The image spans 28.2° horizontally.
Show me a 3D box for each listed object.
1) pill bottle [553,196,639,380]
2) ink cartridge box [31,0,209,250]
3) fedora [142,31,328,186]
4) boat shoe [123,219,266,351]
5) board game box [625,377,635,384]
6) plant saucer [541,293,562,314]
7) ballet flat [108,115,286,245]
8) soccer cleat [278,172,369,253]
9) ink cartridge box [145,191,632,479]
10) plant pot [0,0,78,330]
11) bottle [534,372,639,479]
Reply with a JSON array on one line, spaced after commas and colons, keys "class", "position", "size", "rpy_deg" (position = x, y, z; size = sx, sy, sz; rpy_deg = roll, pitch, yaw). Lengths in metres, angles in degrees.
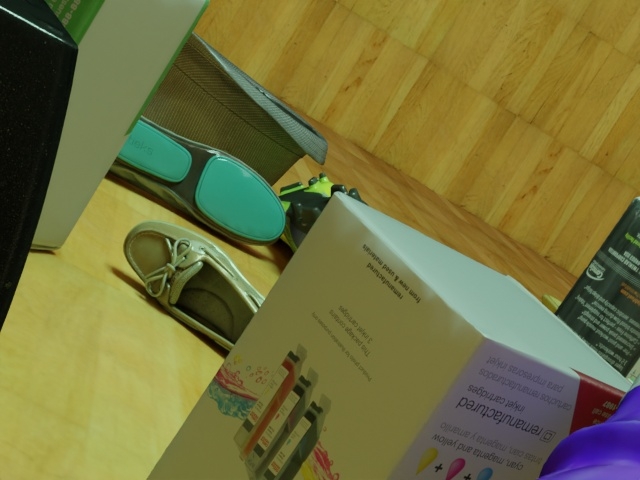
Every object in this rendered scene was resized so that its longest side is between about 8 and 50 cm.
[{"class": "pill bottle", "position": [0.261, 0.095, 1.108], "size": [0.130, 0.246, 0.130], "rpy_deg": [32, 10, -7]}, {"class": "ink cartridge box", "position": [-0.254, -0.160, 0.855], "size": [0.289, 0.211, 0.121], "rpy_deg": [36, 8, 20]}, {"class": "fedora", "position": [-0.121, -0.143, 1.469], "size": [0.275, 0.124, 0.244], "rpy_deg": [35, 7, -45]}, {"class": "boat shoe", "position": [-0.079, 0.038, 0.892], "size": [0.153, 0.056, 0.048], "rpy_deg": [41, 6, 10]}, {"class": "board game box", "position": [0.178, 0.161, 0.896], "size": [0.259, 0.039, 0.124], "rpy_deg": [-2, 46, -42]}, {"class": "plant saucer", "position": [0.418, 0.216, 1.511], "size": [0.332, 0.081, 0.333], "rpy_deg": [30, 10, -12]}, {"class": "ballet flat", "position": [-0.128, -0.062, 1.214], "size": [0.213, 0.072, 0.068], "rpy_deg": [30, -14, -22]}, {"class": "soccer cleat", "position": [-0.001, 0.001, 1.314], "size": [0.289, 0.093, 0.121], "rpy_deg": [-149, -141, -75]}, {"class": "ink cartridge box", "position": [0.030, 0.097, 0.569], "size": [0.128, 0.176, 0.127], "rpy_deg": [24, 15, -39]}, {"class": "plant pot", "position": [-0.224, -0.070, 0.632], "size": [0.187, 0.167, 0.188], "rpy_deg": [26, 12, -29]}, {"class": "bottle", "position": [0.088, 0.138, 0.407], "size": [0.118, 0.092, 0.283], "rpy_deg": [43, 43, 2]}]
